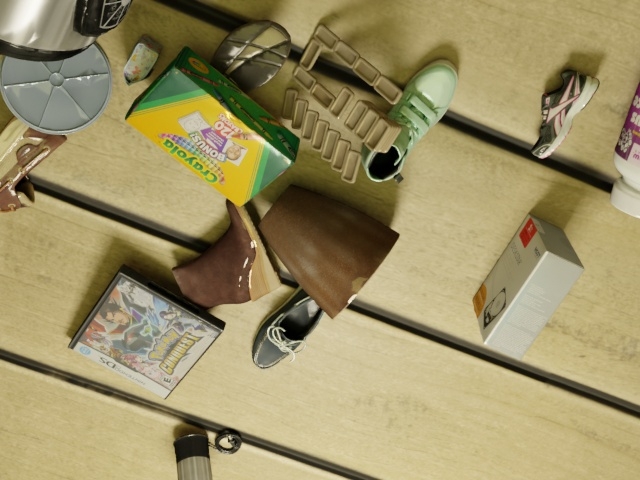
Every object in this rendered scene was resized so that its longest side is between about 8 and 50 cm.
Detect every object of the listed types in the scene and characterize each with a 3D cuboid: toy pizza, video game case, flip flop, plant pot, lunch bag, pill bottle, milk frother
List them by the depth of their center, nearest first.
[{"bbox_3d":[0.644,-0.193,1.543,0.169,0.169,0.301,10,115,-4],"label":"pill bottle"},{"bbox_3d":[-0.331,-0.329,1.546,0.053,0.071,0.083,32,110,-18],"label":"lunch bag"},{"bbox_3d":[-0.492,-0.299,1.557,0.201,0.032,0.201,-3,98,-18],"label":"toy pizza"},{"bbox_3d":[-0.157,-0.307,1.557,0.112,0.080,0.277,34,127,-14],"label":"flip flop"},{"bbox_3d":[0.000,0.000,1.644,0.230,0.215,0.215,39,111,0],"label":"plant pot"},{"bbox_3d":[-0.376,0.204,1.792,0.248,0.035,0.275,32,124,-13],"label":"video game case"},{"bbox_3d":[-0.253,0.517,1.915,0.143,0.134,0.129,-25,144,15],"label":"milk frother"}]

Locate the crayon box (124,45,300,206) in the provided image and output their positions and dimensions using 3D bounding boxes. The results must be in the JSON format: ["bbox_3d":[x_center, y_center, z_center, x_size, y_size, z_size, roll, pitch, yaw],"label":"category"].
[{"bbox_3d":[-0.196,-0.204,1.545,0.278,0.081,0.165,37,128,-22],"label":"crayon box"}]

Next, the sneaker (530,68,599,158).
[{"bbox_3d":[0.446,-0.245,1.586,0.077,0.072,0.178,30,105,0],"label":"sneaker"}]

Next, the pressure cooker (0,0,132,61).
[{"bbox_3d":[-0.429,-0.530,1.257,0.376,0.369,0.420,3,136,-45],"label":"pressure cooker"}]

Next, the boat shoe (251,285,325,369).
[{"bbox_3d":[-0.065,0.192,1.788,0.095,0.079,0.254,38,110,-16],"label":"boat shoe"}]

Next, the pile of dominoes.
[{"bbox_3d":[0.039,-0.248,1.532,0.040,0.251,0.196,-1,130,-50],"label":"pile of dominoes"}]

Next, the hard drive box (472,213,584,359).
[{"bbox_3d":[0.410,0.091,1.677,0.089,0.181,0.232,25,113,-9],"label":"hard drive box"}]

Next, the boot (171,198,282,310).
[{"bbox_3d":[-0.209,0.033,1.707,0.207,0.090,0.248,-16,118,6],"label":"boot"}]

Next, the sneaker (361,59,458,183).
[{"bbox_3d":[0.172,-0.212,1.551,0.094,0.151,0.256,34,110,-13],"label":"sneaker"}]

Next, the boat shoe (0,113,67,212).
[{"bbox_3d":[-0.618,-0.102,1.636,0.123,0.123,0.342,37,104,-14],"label":"boat shoe"}]
